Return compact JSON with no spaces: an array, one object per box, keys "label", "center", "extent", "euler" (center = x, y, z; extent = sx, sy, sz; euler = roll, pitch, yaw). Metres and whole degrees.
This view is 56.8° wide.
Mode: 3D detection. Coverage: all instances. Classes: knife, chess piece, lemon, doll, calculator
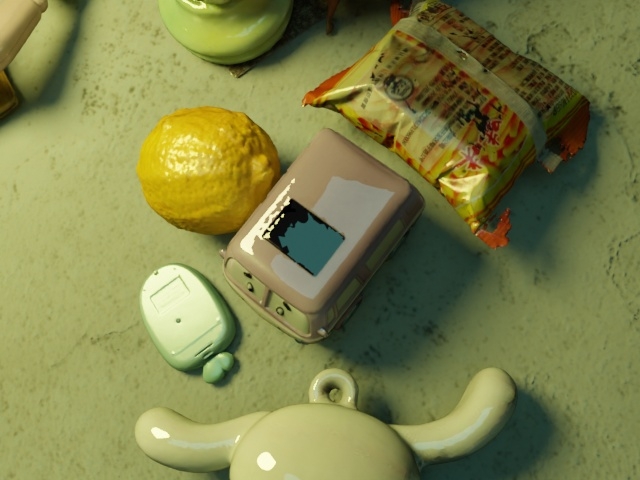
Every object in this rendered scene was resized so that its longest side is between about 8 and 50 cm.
[{"label":"knife","center":[-0.357,-0.330,0.761],"extent":[0.081,0.043,0.336],"euler":[17,61,14]},{"label":"chess piece","center":[-0.130,-0.325,0.627],"extent":[0.176,0.298,0.175],"euler":[-1,80,5]},{"label":"lemon","center":[-0.130,-0.077,0.660],"extent":[0.187,0.142,0.142],"euler":[13,80,29]},{"label":"doll","center":[0.020,0.306,0.559],"extent":[0.376,0.187,0.365],"euler":[-12,66,16]},{"label":"calculator","center":[-0.153,0.095,0.689],"extent":[0.095,0.021,0.153],"euler":[-36,73,-1]}]

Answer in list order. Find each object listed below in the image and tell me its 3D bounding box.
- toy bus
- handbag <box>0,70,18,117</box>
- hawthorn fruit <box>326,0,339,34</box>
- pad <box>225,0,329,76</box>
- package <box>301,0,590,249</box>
[{"label":"toy bus","center":[0.000,0.000,0.627],"extent":[0.142,0.142,0.202],"euler":[37,86,12]},{"label":"handbag","center":[-0.622,-0.181,0.755],"extent":[0.401,0.133,0.283],"euler":[-32,85,-2]},{"label":"hawthorn fruit","center":[0.036,-0.360,0.683],"extent":[0.207,0.207,0.243],"euler":[29,123,12]},{"label":"pad","center":[-0.110,-0.343,0.781],"extent":[0.158,0.003,0.235],"euler":[-35,77,-1]},{"label":"package","center":[0.140,-0.152,0.649],"extent":[0.288,0.108,0.223],"euler":[36,72,15]}]
